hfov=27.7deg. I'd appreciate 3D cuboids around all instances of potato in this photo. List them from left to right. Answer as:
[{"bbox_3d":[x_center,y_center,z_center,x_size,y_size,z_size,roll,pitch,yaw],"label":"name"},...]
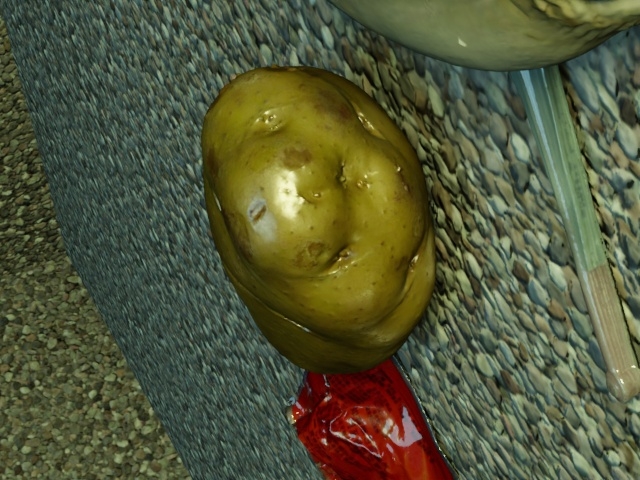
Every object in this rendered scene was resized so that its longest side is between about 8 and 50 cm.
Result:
[{"bbox_3d":[0.000,0.000,1.005,0.195,0.176,0.369,18,159,9],"label":"potato"}]

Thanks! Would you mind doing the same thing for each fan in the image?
[{"bbox_3d":[0.141,-0.035,0.733,0.057,0.023,0.282,2,115,61],"label":"fan"}]

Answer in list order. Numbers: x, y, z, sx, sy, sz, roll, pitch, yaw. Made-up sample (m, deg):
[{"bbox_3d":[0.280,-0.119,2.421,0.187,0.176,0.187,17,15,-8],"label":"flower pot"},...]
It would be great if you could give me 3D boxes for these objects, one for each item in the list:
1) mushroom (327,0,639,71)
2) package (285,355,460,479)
[{"bbox_3d":[0.060,-0.173,0.622,0.397,0.126,0.177,47,141,48],"label":"mushroom"},{"bbox_3d":[0.034,0.186,1.272,0.194,0.071,0.269,50,158,2],"label":"package"}]
